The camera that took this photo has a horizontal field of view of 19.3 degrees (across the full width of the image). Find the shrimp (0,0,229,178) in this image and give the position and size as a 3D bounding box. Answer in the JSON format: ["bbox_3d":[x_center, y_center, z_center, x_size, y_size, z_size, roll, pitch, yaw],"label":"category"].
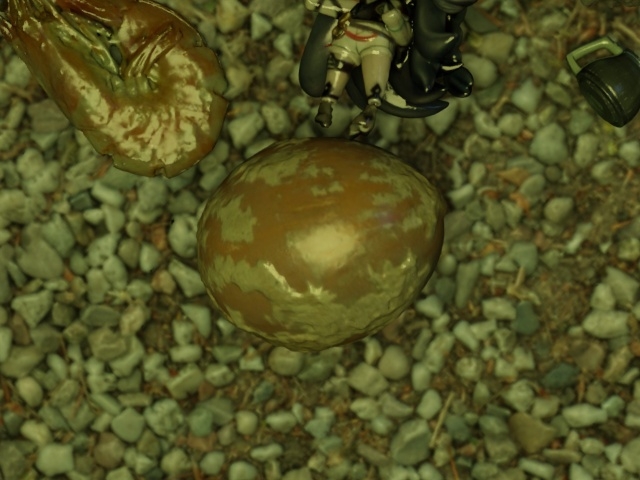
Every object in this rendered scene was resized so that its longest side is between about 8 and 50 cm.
[{"bbox_3d":[-0.213,-0.187,1.815,0.294,0.062,0.154,43,90,-3],"label":"shrimp"}]

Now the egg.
[{"bbox_3d":[0.000,0.000,1.734,0.245,0.203,0.203,-15,97,29],"label":"egg"}]

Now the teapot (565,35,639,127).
[{"bbox_3d":[0.271,-0.152,1.750,0.057,0.066,0.088,-38,69,-7],"label":"teapot"}]

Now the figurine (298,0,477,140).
[{"bbox_3d":[0.065,-0.223,1.693,0.175,0.197,0.265,14,98,9],"label":"figurine"}]

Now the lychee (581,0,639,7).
[{"bbox_3d":[0.263,-0.349,1.613,0.300,0.300,0.300,1,99,8],"label":"lychee"}]
